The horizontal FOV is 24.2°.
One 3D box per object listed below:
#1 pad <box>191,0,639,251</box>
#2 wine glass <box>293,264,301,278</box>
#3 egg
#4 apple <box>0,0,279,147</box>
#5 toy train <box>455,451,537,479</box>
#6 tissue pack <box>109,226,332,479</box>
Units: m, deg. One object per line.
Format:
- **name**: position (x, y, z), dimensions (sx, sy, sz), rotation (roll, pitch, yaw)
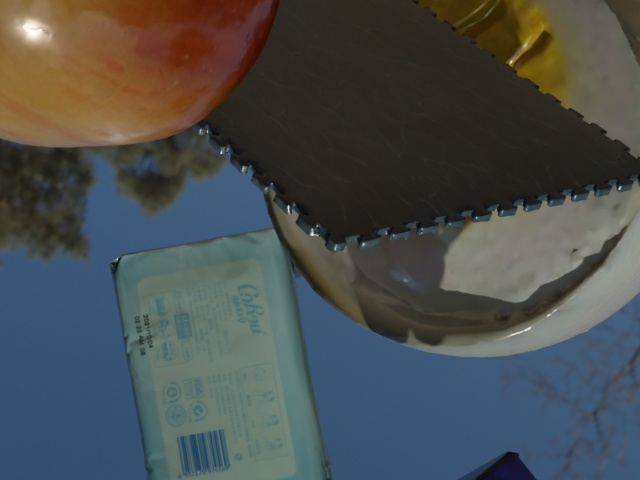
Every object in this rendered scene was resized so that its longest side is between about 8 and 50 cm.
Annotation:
- **pad**: position (0.028, -0.087, 0.894), dimensions (0.269, 0.012, 0.270), rotation (-13, -139, -40)
- **wine glass**: position (0.000, 0.000, 1.586), dimensions (0.198, 0.066, 0.066), rotation (-21, -133, -26)
- **egg**: position (0.166, -0.079, 1.309), dimensions (0.354, 0.354, 0.340), rotation (37, -165, 22)
- **apple**: position (-0.110, -0.121, 0.597), dimensions (0.199, 0.199, 0.199), rotation (21, -155, -10)
- **toy train**: position (0.086, 0.235, 0.984), dimensions (0.131, 0.204, 0.083), rotation (50, -136, 0)
- **tissue pack**: position (-0.095, 0.130, 1.449), dimensions (0.177, 0.263, 0.089), rotation (-11, 174, 4)
